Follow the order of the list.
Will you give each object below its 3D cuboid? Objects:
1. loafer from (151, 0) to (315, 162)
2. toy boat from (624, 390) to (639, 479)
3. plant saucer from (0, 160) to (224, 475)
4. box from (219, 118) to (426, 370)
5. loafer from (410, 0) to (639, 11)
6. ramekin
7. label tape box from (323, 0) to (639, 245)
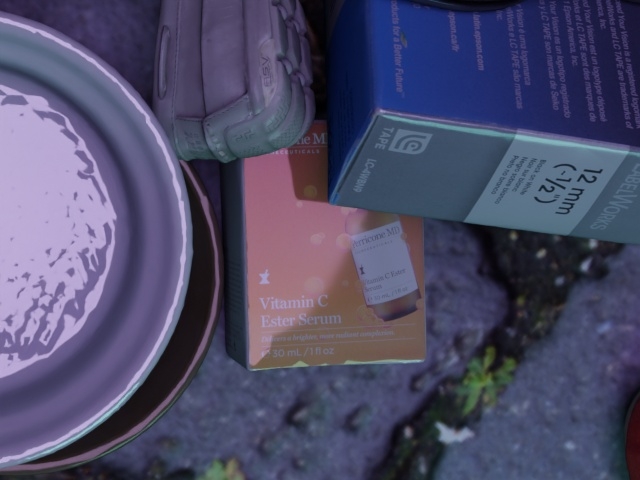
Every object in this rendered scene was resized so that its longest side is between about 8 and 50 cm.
[{"bbox_3d":[-0.075,-0.205,1.009,0.111,0.112,0.319,-10,68,15],"label":"loafer"},{"bbox_3d":[0.352,0.159,1.132,0.231,0.151,0.151,-14,97,-12],"label":"toy boat"},{"bbox_3d":[-0.206,0.023,1.052,0.278,0.041,0.278,-1,93,-14],"label":"plant saucer"},{"bbox_3d":[0.000,0.000,1.072,0.130,0.091,0.170,-3,94,-13],"label":"box"},{"bbox_3d":[0.157,-0.206,0.943,0.302,0.095,0.109,0,71,-20],"label":"loafer"},{"bbox_3d":[-0.226,-0.003,0.957,0.277,0.135,0.277,-1,94,-12],"label":"ramekin"},{"bbox_3d":[0.179,-0.128,1.037,0.348,0.115,0.249,8,55,-15],"label":"label tape box"}]
